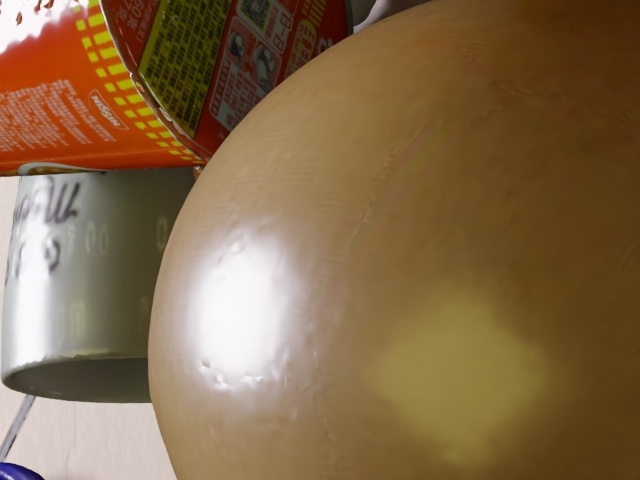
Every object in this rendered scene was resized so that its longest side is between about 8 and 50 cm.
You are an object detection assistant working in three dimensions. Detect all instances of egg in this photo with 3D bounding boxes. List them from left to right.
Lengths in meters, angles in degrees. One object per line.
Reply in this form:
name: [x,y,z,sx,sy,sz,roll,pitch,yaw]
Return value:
egg: [0.087,0.045,0.562,0.374,0.301,0.301,16,101,57]

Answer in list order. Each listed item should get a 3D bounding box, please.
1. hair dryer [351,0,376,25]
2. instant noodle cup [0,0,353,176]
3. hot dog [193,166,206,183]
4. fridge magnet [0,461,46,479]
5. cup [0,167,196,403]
hair dryer: [0.029,-0.208,0.769,0.357,0.173,0.107,116,144,-45]
instant noodle cup: [-0.123,-0.112,0.732,0.212,0.193,0.193,-8,82,37]
hot dog: [0.000,0.000,0.783,0.053,0.192,0.099,-57,4,-2]
fridge magnet: [-0.262,0.314,1.119,0.265,0.113,0.265,2,93,51]
cup: [-0.132,-0.010,0.925,0.258,0.186,0.234,-25,63,51]
